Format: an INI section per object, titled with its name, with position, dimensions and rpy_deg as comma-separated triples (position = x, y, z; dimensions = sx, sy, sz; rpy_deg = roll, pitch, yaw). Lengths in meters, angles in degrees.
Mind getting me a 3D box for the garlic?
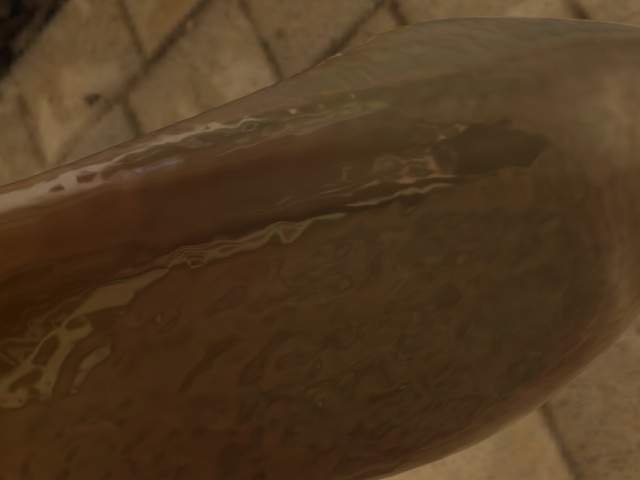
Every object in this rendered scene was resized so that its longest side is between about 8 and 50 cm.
[garlic]
position = 0.000, 0.007, 0.516
dimensions = 0.112, 0.318, 0.143
rpy_deg = 39, 135, 39
